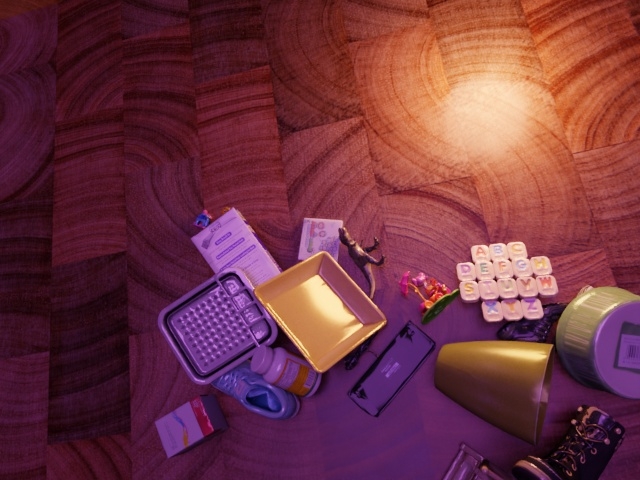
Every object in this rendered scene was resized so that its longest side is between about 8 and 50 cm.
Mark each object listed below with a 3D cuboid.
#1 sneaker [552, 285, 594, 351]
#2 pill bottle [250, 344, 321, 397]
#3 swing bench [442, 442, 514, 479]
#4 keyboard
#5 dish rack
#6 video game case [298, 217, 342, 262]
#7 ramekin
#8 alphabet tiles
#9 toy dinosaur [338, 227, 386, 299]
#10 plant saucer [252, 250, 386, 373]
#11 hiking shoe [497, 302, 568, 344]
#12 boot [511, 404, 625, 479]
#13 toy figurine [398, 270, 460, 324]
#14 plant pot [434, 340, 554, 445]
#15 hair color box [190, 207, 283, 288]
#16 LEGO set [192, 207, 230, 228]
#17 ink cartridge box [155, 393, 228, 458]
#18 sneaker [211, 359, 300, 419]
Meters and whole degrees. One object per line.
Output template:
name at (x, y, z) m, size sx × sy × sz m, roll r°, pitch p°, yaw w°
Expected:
sneaker at (0.801, 0.258, 1.414) m, size 0.132 × 0.086 × 0.229 m, roll 32°, pitch 82°, yaw 16°
pill bottle at (-0.109, 0.408, 1.496) m, size 0.208 × 0.117 × 0.118 m, roll 30°, pitch 80°, yaw -24°
swing bench at (0.415, 0.730, 1.282) m, size 0.165 × 0.255 × 0.253 m, roll 32°, pitch 84°, yaw 9°
keyboard at (0.201, 0.390, 1.534) m, size 0.201 × 0.033 × 0.317 m, roll 41°, pitch 85°, yaw 13°
dish rack at (-0.330, 0.274, 1.550) m, size 0.332 × 0.072 × 0.286 m, roll -33°, pitch 88°, yaw 2°
video game case at (0.000, 0.000, 1.692) m, size 0.143 × 0.019 × 0.158 m, roll 5°, pitch 75°, yaw 13°
ramekin at (0.835, 0.286, 1.311) m, size 0.302 × 0.148 × 0.304 m, roll 0°, pitch 91°, yaw -3°
alphabet tiles at (0.577, 0.122, 1.482) m, size 0.283 × 0.021 × 0.278 m, roll -6°, pitch 53°, yaw 12°
toy dinosaur at (0.159, 0.057, 1.622) m, size 0.118 × 0.064 × 0.268 m, roll -32°, pitch 71°, yaw 17°
plant saucer at (-0.006, 0.230, 1.526) m, size 0.332 × 0.081 × 0.333 m, roll -28°, pitch 67°, yaw -38°
hiking shoe at (0.664, 0.273, 1.449) m, size 0.226 × 0.086 × 0.114 m, roll -30°, pitch 80°, yaw 11°
boot at (0.655, 0.559, 1.235) m, size 0.284 × 0.377 × 0.138 m, roll -50°, pitch 37°, yaw -10°
toy figurine at (0.336, 0.159, 1.538) m, size 0.173 × 0.130 × 0.159 m, roll -31°, pitch 59°, yaw -21°
plant pot at (0.491, 0.402, 1.369) m, size 0.293 × 0.274 × 0.275 m, roll 8°, pitch 76°, yaw 32°
hair color box at (-0.268, 0.077, 1.641) m, size 0.185 × 0.110 × 0.339 m, roll -36°, pitch 88°, yaw 0°
LEGO set at (-0.370, -0.076, 1.759) m, size 0.227 × 0.087 × 0.093 m, roll 18°, pitch 79°, yaw 15°
ink cartridge box at (-0.420, 0.604, 1.554) m, size 0.176 × 0.128 × 0.127 m, roll -31°, pitch 70°, yaw 2°
sneaker at (-0.241, 0.466, 1.543) m, size 0.365 × 0.150 × 0.135 m, roll 18°, pitch 78°, yaw 16°
